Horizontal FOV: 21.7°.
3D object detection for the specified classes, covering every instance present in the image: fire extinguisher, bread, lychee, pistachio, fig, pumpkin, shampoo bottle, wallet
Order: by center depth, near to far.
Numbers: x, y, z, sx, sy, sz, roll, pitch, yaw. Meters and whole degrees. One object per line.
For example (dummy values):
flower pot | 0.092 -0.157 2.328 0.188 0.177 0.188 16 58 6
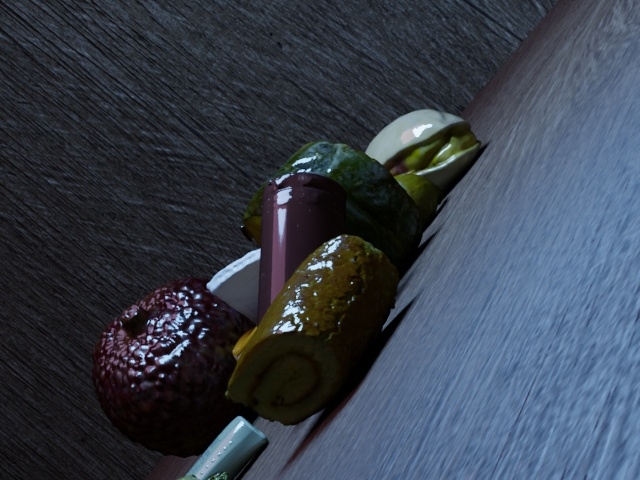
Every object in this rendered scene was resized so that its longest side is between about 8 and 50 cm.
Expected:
bread | -0.002 0.086 1.572 0.132 0.103 0.172 -50 3 38
fire extinguisher | -0.019 0.061 1.739 0.105 0.104 0.269 131 148 -51
shampoo bottle | -0.142 0.289 1.852 0.212 0.049 0.072 -50 5 -2
pumpkin | -0.001 0.001 1.988 0.139 0.190 0.280 -53 2 -25
fig | 0.118 -0.051 2.102 0.098 0.082 0.084 -34 -42 -26
pistachio | 0.136 -0.116 2.229 0.145 0.117 0.200 -26 -8 -35
wallet | -0.055 0.074 2.237 0.124 0.183 0.032 -29 49 23
lychee | -0.195 0.181 2.340 0.260 0.260 0.260 -51 1 2

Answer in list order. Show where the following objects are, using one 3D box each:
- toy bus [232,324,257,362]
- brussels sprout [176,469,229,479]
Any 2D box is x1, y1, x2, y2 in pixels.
toy bus | -0.050 0.131 2.209 0.194 0.088 0.083 -50 1 38
brussels sprout | -0.130 0.274 1.778 0.085 0.058 0.085 -34 -6 -4
